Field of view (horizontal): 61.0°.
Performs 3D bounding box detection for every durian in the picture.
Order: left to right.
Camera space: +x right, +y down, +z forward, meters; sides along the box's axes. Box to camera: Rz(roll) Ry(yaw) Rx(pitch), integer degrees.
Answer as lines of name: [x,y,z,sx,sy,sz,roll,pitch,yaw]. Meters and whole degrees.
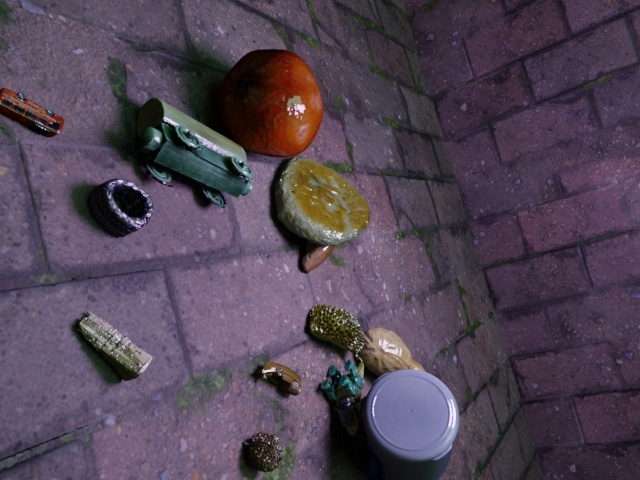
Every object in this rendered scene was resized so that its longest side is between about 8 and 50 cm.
durian: [-0.121,0.445,1.146,0.091,0.080,0.080,18,48,-4]
durian: [0.064,0.239,1.510,0.220,0.095,0.137,41,39,-37]

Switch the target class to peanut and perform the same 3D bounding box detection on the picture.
peanut: [0.227,0.384,1.662,0.306,0.147,0.147,53,35,-28]

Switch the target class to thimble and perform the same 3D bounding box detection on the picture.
thimble: [-0.369,-0.066,1.012,0.104,0.066,0.095,59,35,-20]

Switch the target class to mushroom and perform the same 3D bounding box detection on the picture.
mushroom: [0.001,0.002,1.556,0.072,0.094,0.210,43,37,-35]

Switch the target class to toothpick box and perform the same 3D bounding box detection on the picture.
toothpick box: [0.227,0.532,1.455,0.355,0.262,0.263,80,15,-50]

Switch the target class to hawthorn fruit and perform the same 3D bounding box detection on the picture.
hawthorn fruit: [-0.120,-0.338,1.379,0.299,0.275,0.276,27,50,-74]

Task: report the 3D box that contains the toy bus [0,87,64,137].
toy bus: [-0.494,-0.215,0.923,0.110,0.031,0.043,30,53,-47]

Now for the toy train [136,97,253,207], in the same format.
toy train: [-0.281,-0.187,1.198,0.307,0.126,0.189,24,23,-51]

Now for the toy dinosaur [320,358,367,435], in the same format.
toy dinosaur: [0.081,0.393,1.483,0.153,0.094,0.259,61,24,-22]

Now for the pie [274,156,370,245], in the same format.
pie: [0.006,-0.110,1.550,0.323,0.070,0.323,19,43,-19]

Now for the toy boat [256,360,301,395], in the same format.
toy boat: [-0.093,0.322,1.270,0.149,0.047,0.049,40,43,-43]

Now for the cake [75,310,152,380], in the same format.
cake: [-0.361,0.183,0.936,0.140,0.055,0.051,43,39,-12]
